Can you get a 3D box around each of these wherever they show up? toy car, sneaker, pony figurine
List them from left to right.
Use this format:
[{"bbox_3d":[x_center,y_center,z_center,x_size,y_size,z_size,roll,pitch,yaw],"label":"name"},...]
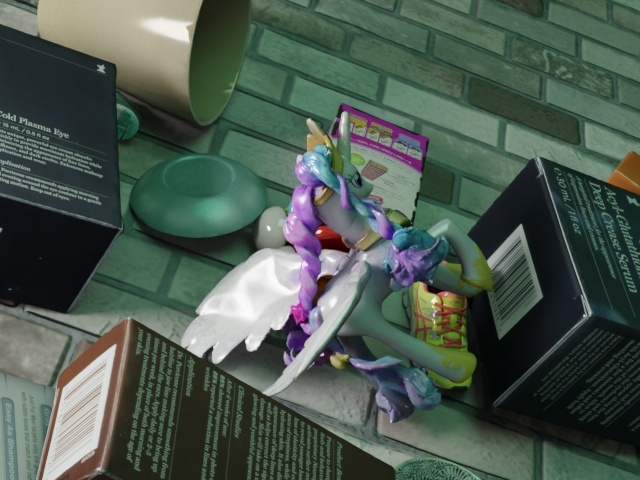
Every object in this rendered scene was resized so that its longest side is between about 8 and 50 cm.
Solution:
[{"bbox_3d":[-0.338,-0.207,1.692,0.166,0.065,0.076,30,25,-1],"label":"sneaker"},{"bbox_3d":[0.000,0.000,1.580,0.159,0.136,0.182,4,46,-22],"label":"toy car"},{"bbox_3d":[0.032,0.069,1.398,0.363,0.351,0.303,39,-9,-30],"label":"pony figurine"},{"bbox_3d":[0.169,0.114,1.582,0.081,0.094,0.208,5,47,-24],"label":"sneaker"}]

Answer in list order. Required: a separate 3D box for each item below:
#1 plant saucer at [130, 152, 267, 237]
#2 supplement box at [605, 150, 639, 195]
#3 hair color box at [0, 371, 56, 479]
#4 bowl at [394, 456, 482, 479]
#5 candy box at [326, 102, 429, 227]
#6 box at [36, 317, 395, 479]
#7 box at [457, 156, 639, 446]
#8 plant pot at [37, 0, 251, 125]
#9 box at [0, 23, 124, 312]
[{"bbox_3d":[-0.172,-0.077,1.605,0.195,0.037,0.195,1,39,-1],"label":"plant saucer"},{"bbox_3d":[0.437,-0.023,1.747,0.078,0.233,0.080,37,46,12],"label":"supplement box"},{"bbox_3d":[-0.382,0.211,1.092,0.374,0.113,0.185,25,35,-40],"label":"hair color box"},{"bbox_3d":[0.132,0.348,1.338,0.170,0.080,0.170,14,44,-14],"label":"bowl"},{"bbox_3d":[0.072,-0.097,1.763,0.159,0.071,0.233,22,41,-5],"label":"candy box"},{"bbox_3d":[-0.095,0.261,1.173,0.381,0.143,0.191,33,36,-26],"label":"box"},{"bbox_3d":[0.426,0.104,1.588,0.395,0.212,0.293,18,41,-24],"label":"box"},{"bbox_3d":[-0.275,-0.329,1.722,0.274,0.256,0.256,15,40,12],"label":"plant pot"},{"bbox_3d":[-0.437,-0.114,1.408,0.343,0.179,0.312,17,42,-27],"label":"box"}]
